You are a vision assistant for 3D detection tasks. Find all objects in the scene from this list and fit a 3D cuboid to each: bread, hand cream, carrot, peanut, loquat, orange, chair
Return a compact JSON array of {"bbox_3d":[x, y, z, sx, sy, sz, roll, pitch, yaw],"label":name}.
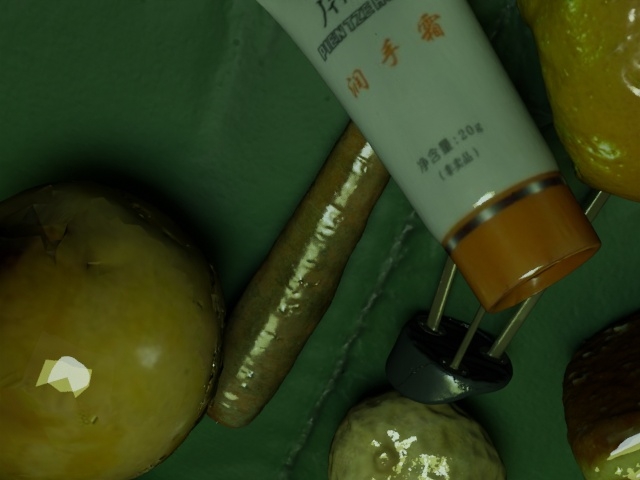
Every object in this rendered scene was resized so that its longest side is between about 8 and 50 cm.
[{"bbox_3d":[0.292,0.098,0.838,0.234,0.184,0.110,-27,104,16],"label":"bread"},{"bbox_3d":[0.073,-0.108,0.787,0.140,0.089,0.314,-39,70,19],"label":"hand cream"},{"bbox_3d":[-0.001,0.000,0.901,0.070,0.070,0.342,28,109,-5],"label":"carrot"},{"bbox_3d":[0.075,0.191,0.948,0.140,0.109,0.159,-37,109,6],"label":"peanut"},{"bbox_3d":[-0.180,0.070,0.864,0.235,0.235,0.235,3,114,6],"label":"loquat"},{"bbox_3d":[0.219,-0.136,0.737,0.179,0.158,0.237,-11,97,-7],"label":"orange"},{"bbox_3d":[0.135,0.026,0.880,0.095,0.104,0.221,18,114,-20],"label":"chair"}]
